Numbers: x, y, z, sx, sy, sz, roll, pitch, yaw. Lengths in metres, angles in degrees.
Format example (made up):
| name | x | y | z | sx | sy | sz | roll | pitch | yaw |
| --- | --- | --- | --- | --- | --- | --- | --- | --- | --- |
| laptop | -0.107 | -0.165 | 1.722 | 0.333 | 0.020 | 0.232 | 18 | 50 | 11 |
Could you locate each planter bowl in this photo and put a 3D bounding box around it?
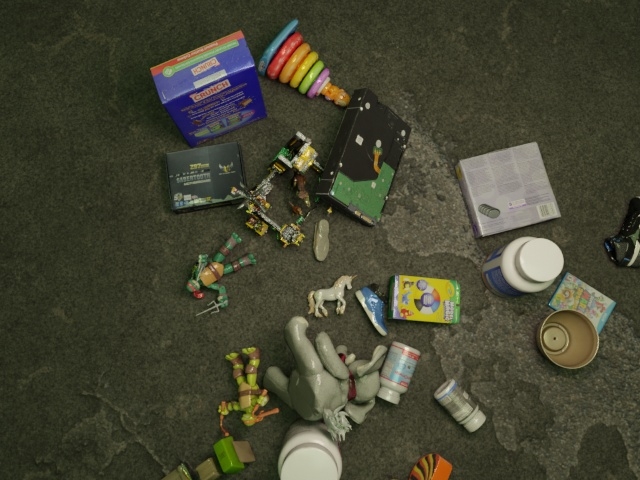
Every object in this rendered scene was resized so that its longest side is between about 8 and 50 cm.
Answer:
| name | x | y | z | sx | sy | sz | roll | pitch | yaw |
| --- | --- | --- | --- | --- | --- | --- | --- | --- | --- |
| planter bowl | 0.685 | 0.279 | 1.510 | 0.162 | 0.109 | 0.162 | 0 | 80 | -1 |

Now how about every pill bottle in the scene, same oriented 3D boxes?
| name | x | y | z | sx | sy | sz | roll | pitch | yaw |
| --- | --- | --- | --- | --- | --- | --- | --- | --- | --- |
| pill bottle | 0.558 | 0.074 | 1.464 | 0.152 | 0.272 | 0.152 | 0 | 80 | 0 |
| pill bottle | 0.217 | 0.374 | 1.499 | 0.087 | 0.087 | 0.160 | 21 | 80 | 4 |
| pill bottle | -0.026 | 0.560 | 1.358 | 0.160 | 0.283 | 0.161 | 0 | 84 | 0 |
| pill bottle | 0.392 | 0.464 | 1.488 | 0.078 | 0.078 | 0.137 | -42 | 83 | -8 |

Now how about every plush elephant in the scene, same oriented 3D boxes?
| name | x | y | z | sx | sy | sz | roll | pitch | yaw |
| --- | --- | --- | --- | --- | --- | --- | --- | --- | --- |
| plush elephant | 0.047 | 0.367 | 1.434 | 0.330 | 0.255 | 0.272 | 41 | 125 | 38 |

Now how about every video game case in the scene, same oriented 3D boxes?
| name | x | y | z | sx | sy | sz | roll | pitch | yaw |
| --- | --- | --- | --- | --- | --- | --- | --- | --- | --- |
| video game case | 0.777 | 0.189 | 1.575 | 0.166 | 0.015 | 0.119 | 33 | 81 | 5 |

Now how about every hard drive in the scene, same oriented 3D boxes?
| name | x | y | z | sx | sy | sz | roll | pitch | yaw |
| --- | --- | --- | --- | --- | --- | --- | --- | --- | --- |
| hard drive | 0.133 | -0.238 | 1.557 | 0.237 | 0.064 | 0.339 | 28 | 76 | -41 |

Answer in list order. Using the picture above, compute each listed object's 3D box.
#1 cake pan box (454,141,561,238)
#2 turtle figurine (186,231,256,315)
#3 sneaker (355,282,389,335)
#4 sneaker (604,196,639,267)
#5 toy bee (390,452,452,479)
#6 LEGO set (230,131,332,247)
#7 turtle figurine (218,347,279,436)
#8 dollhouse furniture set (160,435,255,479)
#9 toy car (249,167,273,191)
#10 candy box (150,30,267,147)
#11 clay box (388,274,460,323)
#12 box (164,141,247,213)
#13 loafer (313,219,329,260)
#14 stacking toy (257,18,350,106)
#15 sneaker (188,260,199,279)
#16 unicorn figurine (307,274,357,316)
| name | x | y | z | sx | sy | sz | roll | pitch | yaw |
| --- | --- | --- | --- | --- | --- | --- | --- | --- | --- |
| cake pan box | 0.571 | -0.154 | 1.613 | 0.266 | 0.070 | 0.246 | -15 | 82 | -3 |
| turtle figurine | -0.307 | 0.092 | 1.526 | 0.234 | 0.175 | 0.118 | -42 | 39 | -19 |
| sneaker | 0.175 | 0.196 | 1.547 | 0.084 | 0.058 | 0.152 | -31 | 75 | 3 |
| sneaker | 0.915 | -0.029 | 1.584 | 0.121 | 0.079 | 0.217 | 3 | 81 | -1 |
| toy bee | 0.236 | 0.713 | 1.414 | 0.298 | 0.162 | 0.195 | -38 | 98 | -38 |
| LEGO set | -0.071 | -0.146 | 1.514 | 0.331 | 0.192 | 0.255 | -45 | 100 | -11 |
| turtle figurine | -0.193 | 0.411 | 1.456 | 0.087 | 0.269 | 0.217 | 11 | 60 | -39 |
| dollhouse furniture set | -0.304 | 0.699 | 1.447 | 0.301 | 0.151 | 0.198 | -38 | 60 | 10 |
| toy car | -0.167 | -0.171 | 1.617 | 0.040 | 0.060 | 0.122 | 42 | 88 | -25 |
| candy box | -0.307 | -0.421 | 1.528 | 0.268 | 0.317 | 0.122 | -24 | 80 | -5 |
| clay box | 0.311 | 0.173 | 1.540 | 0.221 | 0.053 | 0.128 | 5 | 81 | -10 |
| box | -0.345 | -0.191 | 1.615 | 0.232 | 0.059 | 0.184 | -9 | 78 | -2 |
| loafer | 0.000 | 0.000 | 1.598 | 0.045 | 0.039 | 0.125 | 10 | 81 | -32 |
| stacking toy | -0.032 | -0.512 | 1.649 | 0.301 | 0.175 | 0.166 | 37 | 76 | -8 |
| sneaker | -0.369 | 0.082 | 1.575 | 0.031 | 0.035 | 0.083 | 28 | 80 | 5 |
| unicorn figurine | 0.038 | 0.163 | 1.551 | 0.161 | 0.060 | 0.111 | -8 | 80 | -2 |
